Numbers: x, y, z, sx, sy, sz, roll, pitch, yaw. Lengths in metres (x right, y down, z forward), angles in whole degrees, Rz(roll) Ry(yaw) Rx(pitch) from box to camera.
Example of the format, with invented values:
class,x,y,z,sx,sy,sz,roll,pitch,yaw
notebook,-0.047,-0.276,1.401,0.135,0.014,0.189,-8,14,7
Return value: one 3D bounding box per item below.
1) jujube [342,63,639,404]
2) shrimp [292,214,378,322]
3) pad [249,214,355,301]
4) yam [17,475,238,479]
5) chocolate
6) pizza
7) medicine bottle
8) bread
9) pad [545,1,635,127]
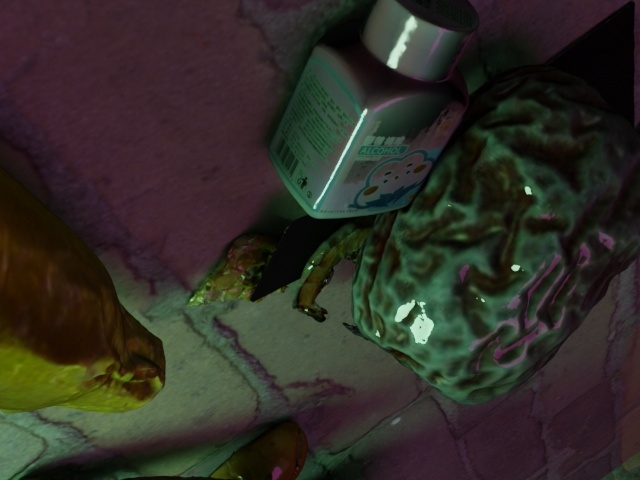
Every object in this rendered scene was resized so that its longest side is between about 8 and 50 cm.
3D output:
class,x,y,z,sx,sy,sz,roll,pitch,yaw
jujube,0.166,-0.003,0.933,0.317,0.226,0.226,-50,150,2
shrimp,0.044,0.027,1.052,0.195,0.035,0.148,-9,137,-47
pad,0.000,0.000,0.976,0.157,0.003,0.112,-25,152,-47
yam,-0.182,0.306,1.138,0.356,0.081,0.081,13,127,-37
chocolate,-0.216,0.035,0.681,0.162,0.162,0.445,-36,152,0
pizza,-0.077,0.043,0.971,0.108,0.026,0.123,-32,151,-3
medicine bottle,0.049,-0.113,0.804,0.119,0.094,0.188,-8,141,-38
bread,-0.087,0.312,1.306,0.189,0.077,0.114,-40,146,13
pad,0.268,-0.118,1.122,0.202,0.005,0.300,-36,151,0
